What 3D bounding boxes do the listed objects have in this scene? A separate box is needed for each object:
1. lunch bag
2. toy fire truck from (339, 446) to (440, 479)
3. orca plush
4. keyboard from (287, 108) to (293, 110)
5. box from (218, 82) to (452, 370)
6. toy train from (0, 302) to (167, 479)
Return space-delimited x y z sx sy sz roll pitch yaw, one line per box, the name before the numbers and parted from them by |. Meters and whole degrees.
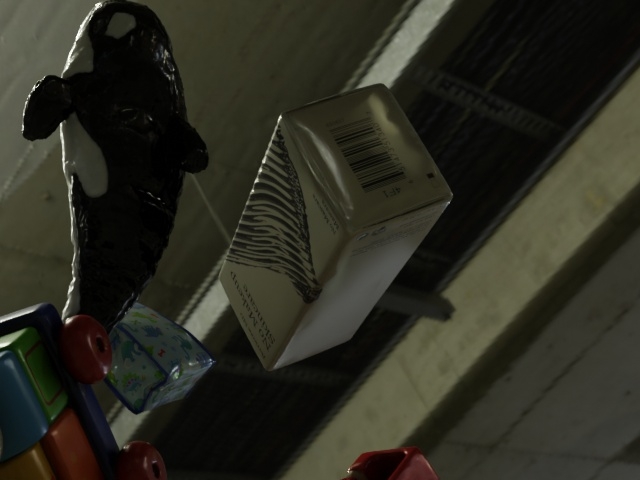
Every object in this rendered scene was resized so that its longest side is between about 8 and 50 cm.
lunch bag | -0.237 0.145 1.400 0.096 0.151 0.129 -48 -14 17
toy fire truck | 0.007 0.211 0.628 0.192 0.135 0.047 -29 6 32
orca plush | -0.136 -0.052 0.771 0.102 0.287 0.151 -8 -34 33
keyboard | 0.017 -0.100 1.494 0.038 0.192 0.100 -57 -3 -44
box | 0.000 0.000 0.863 0.094 0.113 0.275 -20 -21 -25
toy train | -0.153 0.173 0.610 0.105 0.143 0.248 -18 -78 12
